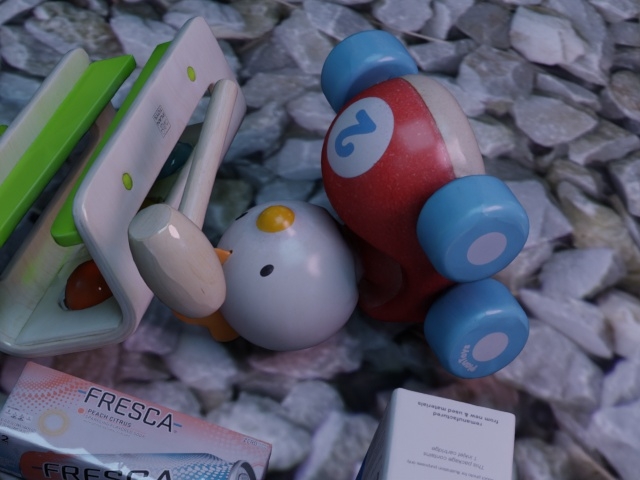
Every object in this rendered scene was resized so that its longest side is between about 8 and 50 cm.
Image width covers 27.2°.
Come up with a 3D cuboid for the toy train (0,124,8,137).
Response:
[{"bbox_3d":[-0.287,-0.103,1.050,0.143,0.105,0.248,38,53,5],"label":"toy train"}]

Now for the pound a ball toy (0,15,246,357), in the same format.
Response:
[{"bbox_3d":[-0.121,-0.031,0.940,0.208,0.136,0.319,-10,33,22],"label":"pound a ball toy"}]

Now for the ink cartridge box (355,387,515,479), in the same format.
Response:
[{"bbox_3d":[0.058,0.221,0.828,0.086,0.148,0.203,13,52,-4],"label":"ink cartridge box"}]

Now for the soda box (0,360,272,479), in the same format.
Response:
[{"bbox_3d":[-0.130,0.148,0.904,0.183,0.058,0.063,18,51,3],"label":"soda box"}]

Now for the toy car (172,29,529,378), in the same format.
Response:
[{"bbox_3d":[0.000,0.000,0.971,0.238,0.210,0.219,-20,47,-11],"label":"toy car"}]
